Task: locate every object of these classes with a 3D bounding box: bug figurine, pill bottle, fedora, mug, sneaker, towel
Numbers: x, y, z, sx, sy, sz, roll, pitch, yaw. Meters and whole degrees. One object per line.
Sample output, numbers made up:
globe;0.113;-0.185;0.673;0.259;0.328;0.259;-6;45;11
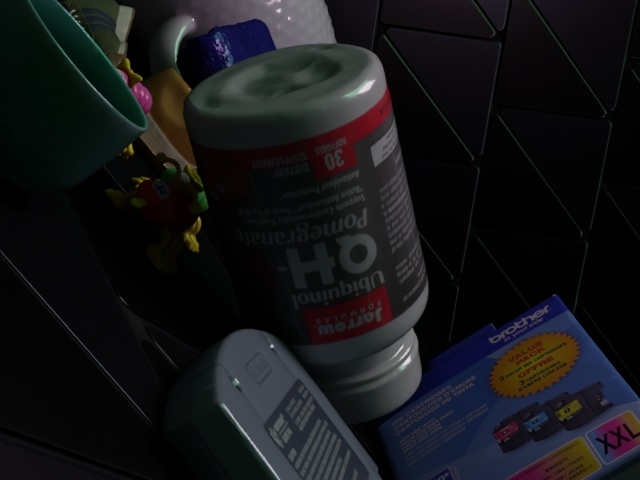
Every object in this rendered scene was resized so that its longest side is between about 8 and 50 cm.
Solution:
bug figurine;-0.176;-0.098;1.056;0.279;0.072;0.216;54;6;11
pill bottle;0.000;0.000;1.032;0.176;0.176;0.319;-115;-171;-63
fedora;-0.167;-0.137;1.311;0.194;0.079;0.194;52;7;-9
mug;-0.192;-0.095;0.791;0.129;0.097;0.158;54;5;13
sneaker;-0.255;-0.217;1.236;0.086;0.064;0.192;25;28;-19
towel;-0.076;-0.123;1.465;0.227;0.076;0.308;-42;114;-70
mug;-0.132;-0.273;1.666;0.328;0.276;0.374;62;32;-26

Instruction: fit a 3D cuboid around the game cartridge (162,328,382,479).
game cartridge;-0.025;0.160;0.846;0.198;0.062;0.297;49;6;2

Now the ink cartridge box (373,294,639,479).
ink cartridge box;0.219;0.229;1.259;0.151;0.270;0.395;56;4;-21
